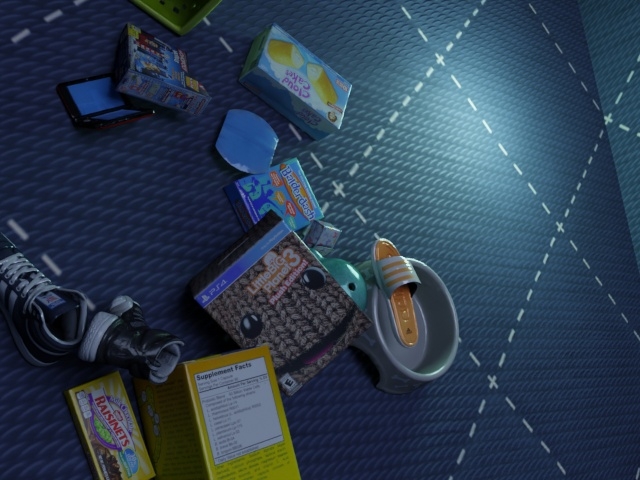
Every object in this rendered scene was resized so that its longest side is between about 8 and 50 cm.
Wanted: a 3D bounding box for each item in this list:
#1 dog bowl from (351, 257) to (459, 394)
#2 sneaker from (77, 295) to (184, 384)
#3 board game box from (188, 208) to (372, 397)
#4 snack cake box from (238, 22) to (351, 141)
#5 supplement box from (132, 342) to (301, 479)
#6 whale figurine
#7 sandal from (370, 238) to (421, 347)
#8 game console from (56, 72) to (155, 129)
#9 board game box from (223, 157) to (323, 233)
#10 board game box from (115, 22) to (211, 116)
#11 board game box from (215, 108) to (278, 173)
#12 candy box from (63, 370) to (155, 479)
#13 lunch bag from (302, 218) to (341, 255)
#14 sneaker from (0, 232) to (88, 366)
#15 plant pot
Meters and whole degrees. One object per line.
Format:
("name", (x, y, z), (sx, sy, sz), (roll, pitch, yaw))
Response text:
("dog bowl", (0.206, 0.200, 1.926), (0.349, 0.102, 0.348), (18, 62, -37))
("sneaker", (-0.315, 0.178, 1.358), (0.153, 0.268, 0.101), (24, 93, -3))
("board game box", (-0.082, 0.125, 1.588), (0.232, 0.141, 0.291), (-42, 107, -3))
("snack cake box", (-0.059, -0.385, 1.916), (0.264, 0.089, 0.152), (33, 54, -28))
("supplement box", (-0.183, 0.391, 1.434), (0.194, 0.195, 0.356), (-7, 79, -44))
("whale figurine", (-0.011, 0.112, 1.733), (0.272, 0.141, 0.216), (15, 65, -35))
("sandal", (0.198, 0.116, 1.825), (0.102, 0.076, 0.265), (-10, 81, -44))
("game console", (-0.424, -0.279, 1.551), (0.144, 0.124, 0.085), (-28, 120, -44))
("board game box", (-0.103, -0.087, 1.791), (0.210, 0.047, 0.160), (-29, 94, -45))
("board game box", (-0.331, -0.347, 1.641), (0.194, 0.060, 0.194), (24, 33, -32))
("board game box", (-0.172, -0.218, 1.778), (0.133, 0.033, 0.168), (27, 54, -18))
("candy box", (-0.375, 0.346, 1.393), (0.105, 0.027, 0.205), (-18, 87, -48))
("lunch bag", (0.000, 0.000, 1.830), (0.071, 0.053, 0.083), (16, 107, -52))
("sneaker", (-0.491, 0.074, 1.302), (0.099, 0.153, 0.282), (-37, 100, -43))
("plant pot", (-0.306, -0.628, 1.697), (0.228, 0.227, 0.207), (34, 48, -28))
